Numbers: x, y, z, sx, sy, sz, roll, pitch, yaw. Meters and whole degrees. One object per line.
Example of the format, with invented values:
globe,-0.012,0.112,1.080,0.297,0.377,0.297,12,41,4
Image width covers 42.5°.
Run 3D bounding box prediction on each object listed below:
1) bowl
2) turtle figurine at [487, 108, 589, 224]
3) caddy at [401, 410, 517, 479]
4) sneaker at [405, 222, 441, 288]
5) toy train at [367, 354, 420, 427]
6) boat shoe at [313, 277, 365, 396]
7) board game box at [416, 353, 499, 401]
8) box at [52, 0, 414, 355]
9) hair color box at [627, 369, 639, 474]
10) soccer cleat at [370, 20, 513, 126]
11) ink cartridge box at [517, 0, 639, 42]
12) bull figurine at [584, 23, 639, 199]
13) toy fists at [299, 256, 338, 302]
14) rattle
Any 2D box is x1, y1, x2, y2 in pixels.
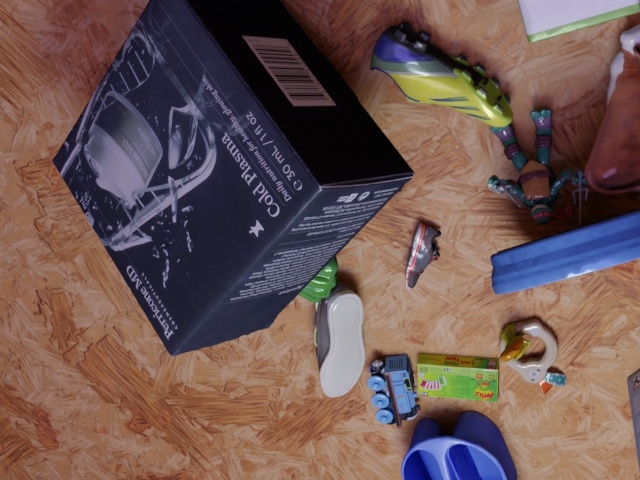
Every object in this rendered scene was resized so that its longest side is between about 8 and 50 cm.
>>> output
bowl,0.490,0.006,1.465,0.391,0.391,0.077,-18,85,25
turtle figurine,0.393,-0.116,1.513,0.175,0.234,0.118,-10,159,6
caddy,0.333,0.570,1.939,0.241,0.179,0.341,-15,114,24
sneaker,0.218,0.040,1.740,0.064,0.061,0.158,12,122,2
toy train,0.172,0.354,1.922,0.105,0.080,0.184,-8,116,14
boat shoe,0.038,0.223,1.878,0.109,0.091,0.305,-11,125,-20
board game box,0.314,0.312,1.875,0.181,0.043,0.092,2,120,15
box,-0.177,-0.134,1.510,0.472,0.297,0.480,-48,69,33
hair color box,0.724,0.408,1.614,0.185,0.374,0.114,37,122,-6
soccer cleat,0.224,-0.289,1.532,0.289,0.093,0.121,33,128,-1
ink cartridge box,0.408,-0.483,1.361,0.188,0.097,0.255,-12,113,22
bull figurine,0.561,-0.216,1.420,0.188,0.101,0.311,20,92,-7
toy fists,0.000,0.000,1.715,0.096,0.142,0.279,5,123,-15
rattle,0.461,0.279,1.762,0.130,0.143,0.200,-21,106,6
